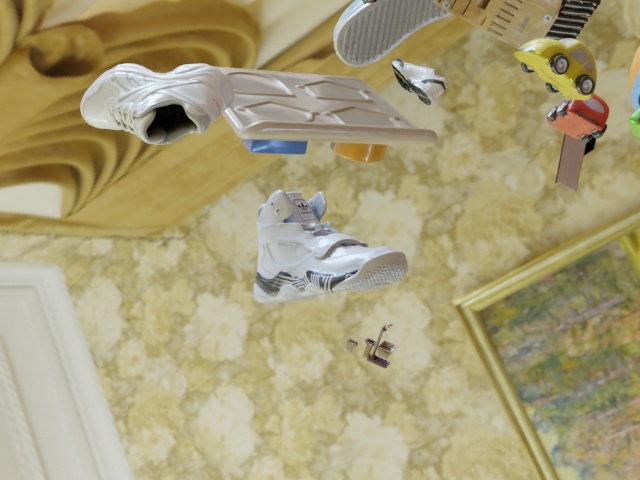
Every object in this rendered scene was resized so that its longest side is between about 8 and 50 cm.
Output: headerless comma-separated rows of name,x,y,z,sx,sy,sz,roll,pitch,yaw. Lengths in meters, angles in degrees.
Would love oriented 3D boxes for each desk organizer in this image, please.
desk organizer,0.519,-0.169,1.755,0.047,0.130,0.050,-30,-134,-34

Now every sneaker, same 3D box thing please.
sneaker,0.175,-0.471,1.631,0.135,0.366,0.150,58,-173,-29
sneaker,0.145,-0.238,1.266,0.109,0.044,0.040,48,173,38
sneaker,0.000,0.000,1.616,0.137,0.366,0.210,-1,-98,-44
sneaker,-0.239,-0.177,1.171,0.115,0.232,0.090,-69,-34,-42

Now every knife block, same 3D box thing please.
knife block,0.352,-0.438,1.523,0.276,0.088,0.242,28,-139,-1

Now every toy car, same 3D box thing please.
toy car,0.350,-0.153,0.990,0.225,0.053,0.239,29,178,31

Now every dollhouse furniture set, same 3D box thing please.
dollhouse furniture set,0.113,0.183,1.685,0.091,0.081,0.114,23,-168,15

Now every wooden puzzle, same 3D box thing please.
wooden puzzle,-0.026,-0.204,1.419,0.322,0.080,0.348,0,-155,-25

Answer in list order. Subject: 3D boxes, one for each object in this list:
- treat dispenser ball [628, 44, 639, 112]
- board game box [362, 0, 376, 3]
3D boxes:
treat dispenser ball,0.777,-0.328,1.754,0.288,0.288,0.288,42,-151,-30
board game box,0.078,-0.516,1.473,0.170,0.141,0.048,53,-145,4
